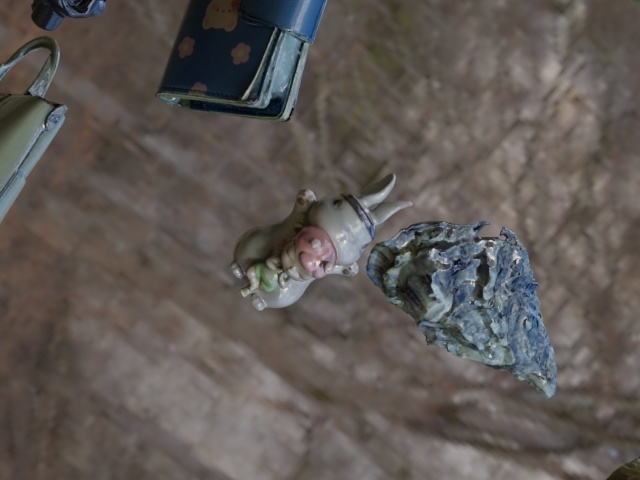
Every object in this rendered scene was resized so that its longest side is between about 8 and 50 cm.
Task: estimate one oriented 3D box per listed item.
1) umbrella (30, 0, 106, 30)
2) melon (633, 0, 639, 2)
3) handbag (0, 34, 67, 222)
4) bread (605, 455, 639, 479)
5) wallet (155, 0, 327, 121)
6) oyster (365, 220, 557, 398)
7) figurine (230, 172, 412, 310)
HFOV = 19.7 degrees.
[{"bbox_3d":[-0.276,-0.362,2.212,0.272,0.122,0.110,-50,-138,35],"label":"umbrella"},{"bbox_3d":[0.400,-0.380,1.917,0.226,0.331,0.343,-50,-157,-16],"label":"melon"},{"bbox_3d":[-0.371,-0.090,1.856,0.241,0.109,0.315,17,-106,48],"label":"handbag"},{"bbox_3d":[0.407,0.375,2.107,0.252,0.196,0.239,34,-70,33],"label":"bread"},{"bbox_3d":[-0.056,-0.206,1.576,0.141,0.059,0.202,12,-100,37],"label":"wallet"},{"bbox_3d":[0.146,0.066,1.880,0.087,0.199,0.252,-109,-167,-47],"label":"oyster"},{"bbox_3d":[0.004,0.009,1.525,0.146,0.081,0.098,-24,-145,21],"label":"figurine"}]
